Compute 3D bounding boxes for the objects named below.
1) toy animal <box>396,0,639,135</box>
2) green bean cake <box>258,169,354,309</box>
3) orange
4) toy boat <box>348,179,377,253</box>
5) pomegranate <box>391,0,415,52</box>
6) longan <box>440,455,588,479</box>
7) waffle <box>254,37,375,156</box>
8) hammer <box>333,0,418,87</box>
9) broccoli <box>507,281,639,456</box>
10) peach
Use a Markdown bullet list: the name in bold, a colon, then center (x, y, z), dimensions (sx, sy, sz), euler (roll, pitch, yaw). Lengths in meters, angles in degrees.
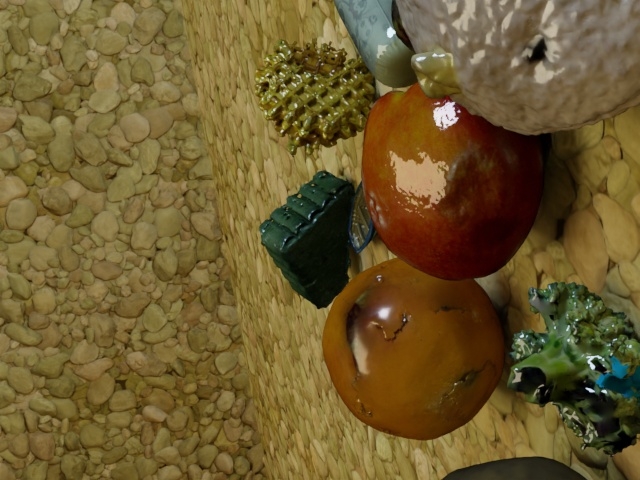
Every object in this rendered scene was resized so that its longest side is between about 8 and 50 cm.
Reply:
- **toy animal**: center (0.165, -0.242, 0.916), dimensions (0.226, 0.188, 0.359), euler (-47, 56, 42)
- **green bean cake**: center (0.000, 0.000, 1.863), dimensions (0.107, 0.193, 0.208), euler (26, 155, 45)
- **orange**: center (0.124, 0.143, 1.325), dimensions (0.246, 0.246, 0.246), euler (166, 90, -75)
- **toy boat**: center (0.084, -0.053, 1.678), dimensions (0.229, 0.045, 0.080), euler (104, 149, -59)
- **pomegranate**: center (0.153, -0.276, 1.088), dimensions (0.148, 0.148, 0.169), euler (60, 139, 47)
- **longan**: center (0.227, 0.395, 1.121), dimensions (0.297, 0.297, 0.297), euler (166, 90, -75)
- **waffle**: center (-0.008, -0.238, 1.564), dimensions (0.070, 0.193, 0.197), euler (116, 138, -62)
- **hammer**: center (0.110, -0.356, 1.246), dimensions (0.202, 0.113, 0.305), euler (64, 152, 30)
- **broccoli**: center (0.257, 0.132, 1.008), dimensions (0.154, 0.160, 0.167), euler (16, 111, 42)
- **peach**: center (0.155, -0.073, 1.110), dimensions (0.243, 0.199, 0.244), euler (42, 140, 48)
